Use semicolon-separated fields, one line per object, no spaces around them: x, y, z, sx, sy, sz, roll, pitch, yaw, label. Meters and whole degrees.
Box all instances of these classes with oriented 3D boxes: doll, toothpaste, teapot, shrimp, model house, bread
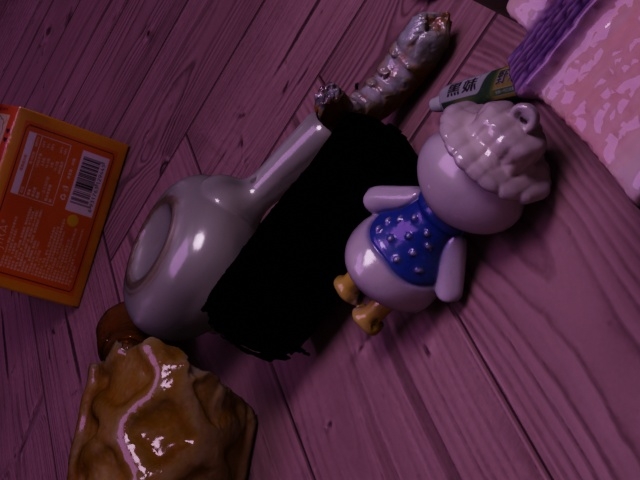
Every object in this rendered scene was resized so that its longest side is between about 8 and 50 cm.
0.110;-0.024;1.145;0.138;0.119;0.293;54;130;20;doll
0.175;-0.148;1.185;0.204;0.031;0.049;-9;66;54;toothpaste
-0.107;-0.006;1.442;0.318;0.149;0.220;-40;36;42;teapot
0.058;-0.176;1.272;0.049;0.166;0.161;47;118;20;shrimp
0.262;-0.156;0.830;0.237;0.202;0.237;-55;49;25;model house
-0.188;0.267;1.370;0.195;0.238;0.252;0;61;21;bread

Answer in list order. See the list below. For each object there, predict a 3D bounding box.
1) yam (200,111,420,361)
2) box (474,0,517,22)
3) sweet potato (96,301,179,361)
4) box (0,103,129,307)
-0.001;-0.001;1.295;0.280;0.131;0.131;-52;35;24;yam
0.206;-0.208;1.003;0.141;0.201;0.058;10;81;61;box
-0.236;0.133;1.597;0.359;0.112;0.112;-147;78;-74;sweet potato
-0.492;-0.063;2.036;0.259;0.213;0.284;11;83;58;box
